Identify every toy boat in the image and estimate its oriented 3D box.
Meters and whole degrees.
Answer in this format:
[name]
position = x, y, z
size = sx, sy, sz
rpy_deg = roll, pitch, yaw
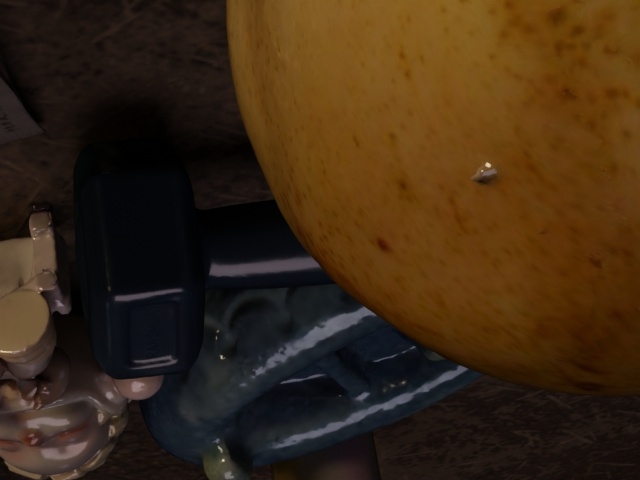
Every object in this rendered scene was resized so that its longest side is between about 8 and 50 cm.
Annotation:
[toy boat]
position = 0.012, 0.095, 1.380
size = 0.330, 0.123, 0.215
rpy_deg = -21, 150, 16

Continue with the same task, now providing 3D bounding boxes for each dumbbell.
[dumbbell]
position = 0.000, 0.000, 1.182
size = 0.316, 0.156, 0.144
rpy_deg = -5, 106, -10

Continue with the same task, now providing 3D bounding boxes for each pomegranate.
[pomegranate]
position = 0.151, -0.122, 0.806
size = 0.416, 0.417, 0.417
rpy_deg = -8, 150, -4

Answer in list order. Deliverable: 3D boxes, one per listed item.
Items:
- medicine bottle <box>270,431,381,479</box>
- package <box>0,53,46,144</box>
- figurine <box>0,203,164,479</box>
[medicine bottle]
position = 0.025, 0.323, 1.470
size = 0.108, 0.426, 0.108
rpy_deg = -7, 152, -4
[package]
position = -0.283, -0.086, 1.035
size = 0.204, 0.062, 0.251
rpy_deg = -13, 152, 4
[figurine]
position = -0.217, 0.090, 1.303
size = 0.182, 0.144, 0.257
rpy_deg = -28, 149, -10
